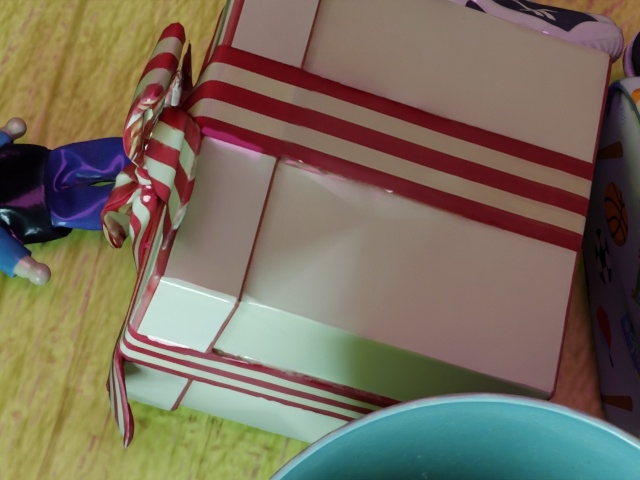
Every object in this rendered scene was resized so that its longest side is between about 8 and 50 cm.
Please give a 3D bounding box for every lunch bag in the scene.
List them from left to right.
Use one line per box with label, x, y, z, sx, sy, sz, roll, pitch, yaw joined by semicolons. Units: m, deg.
lunch bag;0.238;0.057;0.891;0.115;0.243;0.303;-10;66;-4

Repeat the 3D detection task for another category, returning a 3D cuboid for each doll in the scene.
doll;-0.193;-0.027;1.034;0.189;0.046;0.129;-7;66;-4

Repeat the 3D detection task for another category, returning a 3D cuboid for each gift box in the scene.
gift box;0.000;0.000;0.890;0.258;0.255;0.276;18;61;-7

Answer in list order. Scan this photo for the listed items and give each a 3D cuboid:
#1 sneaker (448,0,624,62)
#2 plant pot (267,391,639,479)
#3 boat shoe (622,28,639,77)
sneaker;0.095;-0.189;1.068;0.235;0.094;0.153;0;81;13
plant pot;0.079;0.229;0.813;0.290;0.195;0.290;0;83;1
boat shoe;0.352;-0.175;1.031;0.303;0.091;0.114;-24;70;-6
